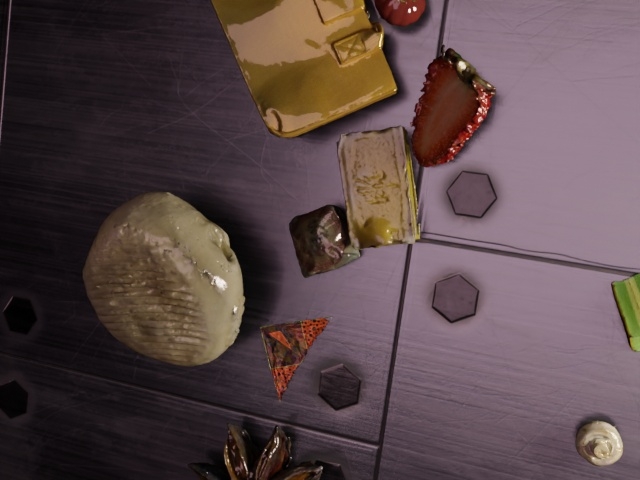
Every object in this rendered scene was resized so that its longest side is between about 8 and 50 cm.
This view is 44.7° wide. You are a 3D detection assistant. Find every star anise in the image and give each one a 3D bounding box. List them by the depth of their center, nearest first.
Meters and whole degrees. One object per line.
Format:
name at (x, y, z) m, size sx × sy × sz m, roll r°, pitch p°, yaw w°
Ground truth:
star anise at (-0.129, 0.535, 1.627) m, size 0.332 × 0.117 × 0.331 m, roll -2°, pitch 85°, yaw 20°

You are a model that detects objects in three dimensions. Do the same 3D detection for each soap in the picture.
soap at (0.113, -0.103, 1.520) m, size 0.135 × 0.076 × 0.233 m, roll -6°, pitch 91°, yaw 17°

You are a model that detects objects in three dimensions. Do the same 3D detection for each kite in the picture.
kite at (-0.080, 0.218, 1.643) m, size 0.125 × 0.008 × 0.222 m, roll 34°, pitch 103°, yaw 15°

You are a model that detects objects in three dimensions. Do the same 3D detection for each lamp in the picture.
lamp at (0.150, -0.455, 1.473) m, size 0.101 × 0.090 × 0.101 m, roll 4°, pitch 74°, yaw -13°

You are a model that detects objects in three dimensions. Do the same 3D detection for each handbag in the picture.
handbag at (-0.033, -0.418, 1.518) m, size 0.283 × 0.133 × 0.401 m, roll -22°, pitch 88°, yaw 13°

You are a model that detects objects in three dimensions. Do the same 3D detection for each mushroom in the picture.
mushroom at (0.514, 0.376, 1.435) m, size 0.084 × 0.067 × 0.083 m, roll 1°, pitch 94°, yaw 10°

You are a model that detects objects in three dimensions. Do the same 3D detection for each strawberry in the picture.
strawberry at (0.244, -0.249, 1.474) m, size 0.167 × 0.087 × 0.208 m, roll 58°, pitch 134°, yaw 26°

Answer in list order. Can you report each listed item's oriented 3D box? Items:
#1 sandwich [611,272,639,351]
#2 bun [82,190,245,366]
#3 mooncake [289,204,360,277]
sandwich at (0.585, 0.131, 1.425) m, size 0.074 × 0.074 × 0.116 m, roll -19°, pitch 56°, yaw 19°
bun at (-0.309, 0.082, 1.593) m, size 0.326 × 0.234 × 0.362 m, roll -29°, pitch 101°, yaw 24°
mooncake at (0.000, 0.000, 1.565) m, size 0.125 × 0.073 × 0.130 m, roll -21°, pitch 86°, yaw 20°
